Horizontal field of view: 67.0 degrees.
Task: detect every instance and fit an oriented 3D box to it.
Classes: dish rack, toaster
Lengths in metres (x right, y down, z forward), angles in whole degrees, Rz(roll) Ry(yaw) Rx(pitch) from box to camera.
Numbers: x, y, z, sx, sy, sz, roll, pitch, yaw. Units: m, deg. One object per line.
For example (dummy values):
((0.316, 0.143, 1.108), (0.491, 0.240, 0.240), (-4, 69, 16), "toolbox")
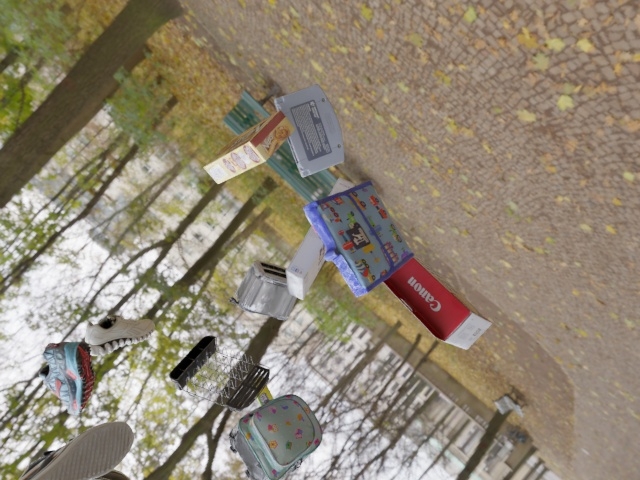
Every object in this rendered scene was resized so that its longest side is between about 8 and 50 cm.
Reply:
((-0.304, 0.419, 1.517), (0.272, 0.208, 0.074), (13, 126, 21), "dish rack")
((-0.175, 0.160, 1.592), (0.227, 0.146, 0.129), (19, -161, -28), "toaster")

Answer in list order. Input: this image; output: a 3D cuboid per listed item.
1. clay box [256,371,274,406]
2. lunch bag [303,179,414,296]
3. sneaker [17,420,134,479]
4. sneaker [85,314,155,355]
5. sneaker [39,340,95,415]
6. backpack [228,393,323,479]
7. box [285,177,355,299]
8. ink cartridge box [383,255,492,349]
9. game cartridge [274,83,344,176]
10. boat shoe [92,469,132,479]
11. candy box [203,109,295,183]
((-0.187, 0.552, 1.657), (0.222, 0.053, 0.127), (60, 163, 14), "clay box")
((0.070, 0.001, 1.102), (0.220, 0.138, 0.293), (60, -153, 2), "lunch bag")
((-0.632, 0.566, 1.210), (0.321, 0.128, 0.126), (-27, -83, -56), "sneaker")
((-0.716, 0.320, 1.741), (0.110, 0.118, 0.292), (1, -174, 25), "sneaker")
((-0.706, 0.375, 1.343), (0.125, 0.261, 0.104), (8, -152, -6), "sneaker")
((-0.090, 0.444, 1.110), (0.188, 0.144, 0.165), (-15, -120, -49), "backpack")
((0.000, 0.000, 1.419), (0.059, 0.321, 0.232), (27, 160, 8), "box")
((0.363, 0.187, 1.566), (0.272, 0.130, 0.309), (26, -163, -51), "ink cartridge box")
((-0.028, -0.404, 1.769), (0.062, 0.198, 0.297), (20, 132, 69), "game cartridge")
((-0.632, 0.827, 1.540), (0.305, 0.109, 0.091), (47, 167, -28), "boat shoe")
((-0.248, -0.312, 1.648), (0.317, 0.183, 0.087), (-12, 126, 49), "candy box")
